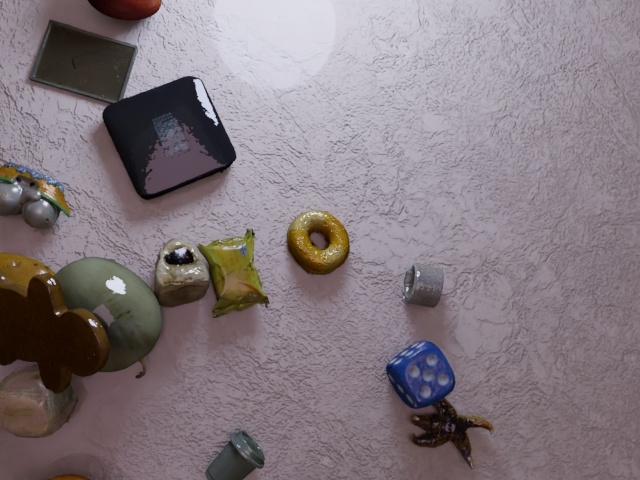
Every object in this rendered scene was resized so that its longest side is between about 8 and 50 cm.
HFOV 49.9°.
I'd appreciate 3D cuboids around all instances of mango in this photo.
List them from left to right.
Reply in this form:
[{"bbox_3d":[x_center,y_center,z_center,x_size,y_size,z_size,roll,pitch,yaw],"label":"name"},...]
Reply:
[{"bbox_3d":[-0.779,0.109,1.744,0.228,0.109,0.147,17,84,-6],"label":"mango"}]

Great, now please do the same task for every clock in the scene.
[{"bbox_3d":[-0.757,-0.109,1.780,0.231,0.103,0.144,22,81,-5],"label":"clock"}]

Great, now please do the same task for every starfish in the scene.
[{"bbox_3d":[0.368,0.532,1.934,0.238,0.071,0.215,-8,90,-2],"label":"starfish"}]

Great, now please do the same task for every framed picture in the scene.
[{"bbox_3d":[-0.648,-0.488,1.892,0.250,0.016,0.184,14,80,-9],"label":"framed picture"}]

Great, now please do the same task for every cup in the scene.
[{"bbox_3d":[-0.226,0.579,1.790,0.141,0.120,0.120,-42,92,-4],"label":"cup"}]

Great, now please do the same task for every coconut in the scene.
[{"bbox_3d":[-0.695,0.394,1.692,0.195,0.194,0.194,1,83,-11],"label":"coconut"}]

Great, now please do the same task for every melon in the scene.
[{"bbox_3d":[-0.535,0.188,1.707,0.308,0.272,0.271,30,78,-3],"label":"melon"}]

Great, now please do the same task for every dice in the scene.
[{"bbox_3d":[0.274,0.368,1.891,0.143,0.146,0.146,-31,89,-15],"label":"dice"}]

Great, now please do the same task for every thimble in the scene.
[{"bbox_3d":[0.291,0.128,1.949,0.090,0.102,0.115,12,52,-9],"label":"thimble"}]

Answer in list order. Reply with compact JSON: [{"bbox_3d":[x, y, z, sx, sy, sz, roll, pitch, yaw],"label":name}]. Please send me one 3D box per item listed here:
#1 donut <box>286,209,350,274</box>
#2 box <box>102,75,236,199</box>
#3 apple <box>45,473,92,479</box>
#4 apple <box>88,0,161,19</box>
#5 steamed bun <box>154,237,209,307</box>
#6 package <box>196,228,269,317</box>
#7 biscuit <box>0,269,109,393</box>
[{"bbox_3d":[-0.001,0.001,1.922,0.174,0.074,0.190,-26,88,-12],"label":"donut"},{"bbox_3d":[-0.411,-0.282,1.882,0.290,0.073,0.288,-25,87,-12],"label":"box"},{"bbox_3d":[-0.619,0.693,1.613,0.299,0.299,0.275,-39,77,-13],"label":"apple"},{"bbox_3d":[-0.523,-0.698,1.841,0.202,0.218,0.218,10,81,-9],"label":"apple"},{"bbox_3d":[-0.377,0.076,1.810,0.141,0.172,0.155,-7,66,-22],"label":"steamed bun"},{"bbox_3d":[-0.232,0.090,1.859,0.168,0.090,0.226,-14,83,-14],"label":"package"},{"bbox_3d":[-0.624,0.205,1.579,0.064,0.432,0.282,-21,112,-55],"label":"biscuit"}]
